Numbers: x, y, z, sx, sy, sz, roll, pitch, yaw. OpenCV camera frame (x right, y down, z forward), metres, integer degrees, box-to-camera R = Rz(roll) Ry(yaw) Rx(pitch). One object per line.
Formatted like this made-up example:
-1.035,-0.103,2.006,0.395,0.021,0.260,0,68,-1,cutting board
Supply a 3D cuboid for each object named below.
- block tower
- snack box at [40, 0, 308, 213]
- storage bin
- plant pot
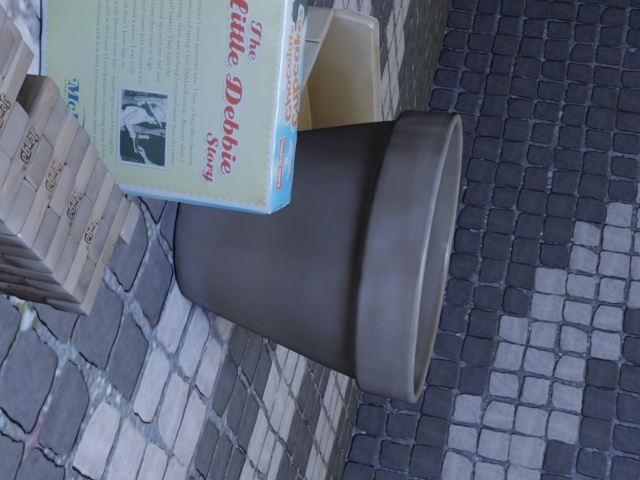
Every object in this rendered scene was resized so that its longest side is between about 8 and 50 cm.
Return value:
-0.205,-0.062,0.495,0.335,0.090,0.097,71,31,-63,block tower
-0.102,-0.190,0.635,0.060,0.187,0.322,-41,139,-71,snack box
0.000,-0.151,1.260,0.260,0.123,0.262,84,20,-51,storage bin
0.000,0.000,1.008,0.323,0.280,0.323,9,90,-77,plant pot
